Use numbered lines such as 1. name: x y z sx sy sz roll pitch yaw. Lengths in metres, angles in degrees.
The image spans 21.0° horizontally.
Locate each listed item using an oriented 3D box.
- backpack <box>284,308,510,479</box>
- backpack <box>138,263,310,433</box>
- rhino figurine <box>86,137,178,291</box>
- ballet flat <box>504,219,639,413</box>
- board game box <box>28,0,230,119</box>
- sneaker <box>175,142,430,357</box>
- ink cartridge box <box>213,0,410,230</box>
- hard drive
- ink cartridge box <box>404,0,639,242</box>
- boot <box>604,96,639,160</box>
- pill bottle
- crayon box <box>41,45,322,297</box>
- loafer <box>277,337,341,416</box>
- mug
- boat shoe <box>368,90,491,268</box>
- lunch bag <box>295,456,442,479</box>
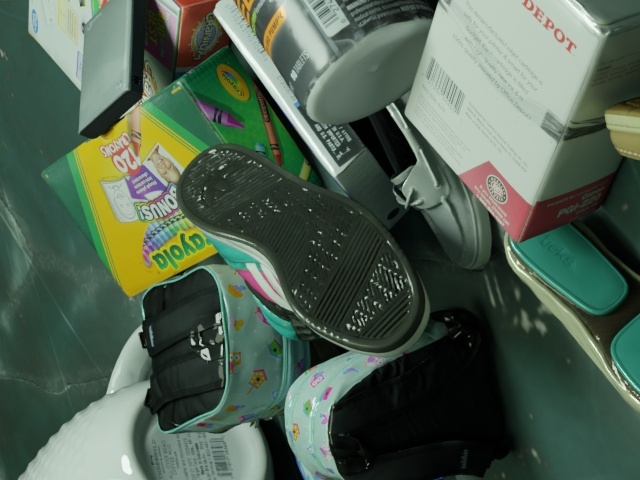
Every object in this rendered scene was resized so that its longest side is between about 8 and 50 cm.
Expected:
1. backpack: 0.062 0.151 1.513 0.115 0.182 0.152 -1 108 59
2. backpack: -0.090 0.104 1.711 0.188 0.144 0.165 143 125 -64
3. rhino figurine: -0.201 -0.021 1.961 0.106 0.073 0.243 19 125 58
4. ballet flat: 0.232 0.069 1.300 0.248 0.086 0.086 52 146 32
5. board game box: -0.212 -0.242 1.849 0.316 0.064 0.242 48 144 34
6. sneaker: 0.010 0.039 1.503 0.295 0.124 0.178 38 175 40
7. ink cartridge box: 0.000 -0.106 1.553 0.206 0.045 0.208 54 -179 24
8. hard drive: -0.205 -0.179 1.702 0.094 0.022 0.135 -35 45 43
9. ink cartridge box: 0.160 -0.133 1.265 0.158 0.092 0.218 52 148 29
10. boot: 0.296 0.005 1.126 0.262 0.095 0.203 16 122 50
11. pill bottle: -0.014 -0.224 1.389 0.245 0.130 0.130 58 149 21
12. crayon box: -0.145 -0.063 1.736 0.278 0.081 0.165 -27 101 48
13. loafer: -0.018 0.143 1.776 0.056 0.050 0.148 54 147 25
14. mug: -0.199 0.265 1.979 0.328 0.276 0.374 129 147 -48
15. boat shoe: 0.087 -0.058 1.462 0.066 0.063 0.184 -16 93 61
16. lunch bag: 0.035 0.203 1.679 0.151 0.096 0.129 52 148 11
